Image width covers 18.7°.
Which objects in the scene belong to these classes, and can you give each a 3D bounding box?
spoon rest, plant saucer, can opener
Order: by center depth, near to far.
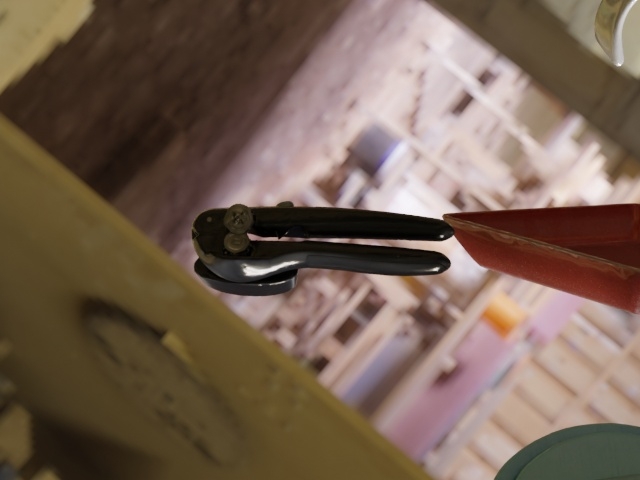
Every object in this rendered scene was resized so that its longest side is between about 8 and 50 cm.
[{"bbox_3d":[0.000,0.000,1.343,0.073,0.186,0.059,56,32,-68],"label":"can opener"},{"bbox_3d":[0.281,0.015,1.715,0.258,0.259,0.048,-4,103,-37],"label":"plant saucer"},{"bbox_3d":[0.407,-0.272,1.972,0.276,0.137,0.084,-25,132,-3],"label":"spoon rest"}]

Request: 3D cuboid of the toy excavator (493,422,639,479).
[{"bbox_3d":[0.236,0.286,1.330,0.222,0.433,0.445,-7,149,-5],"label":"toy excavator"}]
